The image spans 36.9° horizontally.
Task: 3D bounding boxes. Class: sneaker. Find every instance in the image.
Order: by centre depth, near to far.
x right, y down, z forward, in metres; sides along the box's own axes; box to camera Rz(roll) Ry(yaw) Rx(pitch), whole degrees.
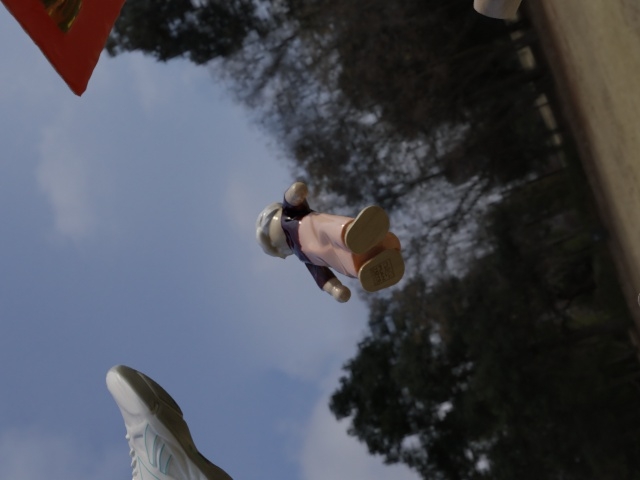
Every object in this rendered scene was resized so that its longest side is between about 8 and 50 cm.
[{"bbox_3d":[-0.117,0.160,0.698,0.152,0.061,0.053,53,-172,10],"label":"sneaker"}]

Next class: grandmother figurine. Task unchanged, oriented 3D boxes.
[{"bbox_3d":[0.000,0.000,1.470,0.342,0.104,0.208,18,124,60],"label":"grandmother figurine"}]

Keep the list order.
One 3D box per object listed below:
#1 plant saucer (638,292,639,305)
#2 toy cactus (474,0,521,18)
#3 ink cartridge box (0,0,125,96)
[{"bbox_3d":[0.284,0.055,0.729,0.015,0.083,0.083,-55,-44,-19],"label":"plant saucer"},{"bbox_3d":[0.142,-0.259,0.719,0.219,0.112,0.180,-76,-4,-57],"label":"toy cactus"},{"bbox_3d":[-0.170,-0.327,0.550,0.308,0.091,0.385,-80,-30,-41],"label":"ink cartridge box"}]
